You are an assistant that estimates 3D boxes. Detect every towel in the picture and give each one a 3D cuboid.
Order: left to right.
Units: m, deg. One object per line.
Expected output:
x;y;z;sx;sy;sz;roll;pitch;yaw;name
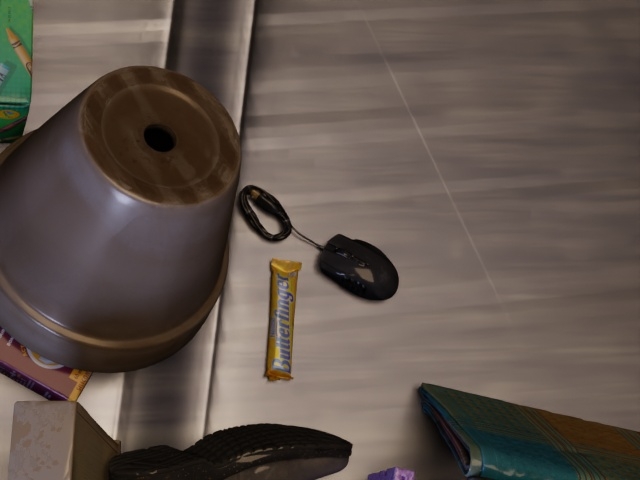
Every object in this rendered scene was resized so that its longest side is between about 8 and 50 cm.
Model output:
0.322;0.271;1.937;0.370;0.271;0.040;14;101;-13;towel

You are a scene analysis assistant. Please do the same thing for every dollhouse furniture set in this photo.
-0.449;0.285;1.770;0.394;0.256;0.362;-1;70;4;dollhouse furniture set

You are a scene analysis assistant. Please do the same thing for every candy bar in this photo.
-0.049;0.103;1.997;0.040;0.018;0.161;7;76;-13;candy bar

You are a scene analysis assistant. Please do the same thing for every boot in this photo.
-0.113;0.351;1.883;0.338;0.118;0.222;-6;100;-32;boot

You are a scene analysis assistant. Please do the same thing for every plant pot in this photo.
-0.226;-0.051;1.800;0.323;0.280;0.323;13;55;-19;plant pot

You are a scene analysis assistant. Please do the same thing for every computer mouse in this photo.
0.000;0.000;2.018;0.242;0.041;0.071;31;69;-6;computer mouse

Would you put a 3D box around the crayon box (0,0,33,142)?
-0.399;-0.275;1.909;0.081;0.165;0.278;2;77;-14;crayon box

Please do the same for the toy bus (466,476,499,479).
0.193;0.350;1.840;0.130;0.333;0.108;11;76;-11;toy bus

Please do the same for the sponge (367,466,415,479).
0.075;0.390;1.914;0.031;0.117;0.210;13;75;-13;sponge

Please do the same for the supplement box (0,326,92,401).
-0.357;0.114;1.879;0.188;0.081;0.104;30;72;-7;supplement box
